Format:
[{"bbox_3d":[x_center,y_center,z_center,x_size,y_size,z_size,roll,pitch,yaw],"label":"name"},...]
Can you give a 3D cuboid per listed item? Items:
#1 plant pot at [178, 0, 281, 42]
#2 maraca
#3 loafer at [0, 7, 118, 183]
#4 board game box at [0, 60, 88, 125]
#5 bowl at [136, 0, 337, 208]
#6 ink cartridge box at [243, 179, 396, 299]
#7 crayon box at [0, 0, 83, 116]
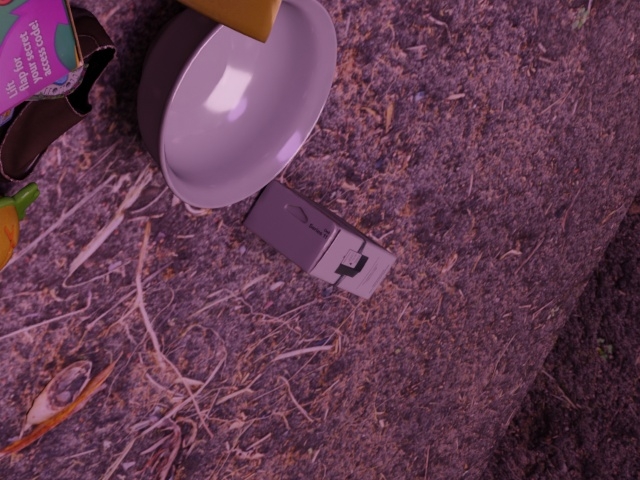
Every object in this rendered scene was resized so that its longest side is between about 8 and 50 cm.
[{"bbox_3d":[-0.122,-0.361,1.386,0.187,0.212,0.212,14,115,-16],"label":"plant pot"},{"bbox_3d":[-0.386,-0.009,1.495,0.127,0.099,0.185,-42,179,37],"label":"maraca"},{"bbox_3d":[-0.303,-0.154,1.483,0.220,0.078,0.080,-59,150,7],"label":"loafer"},{"bbox_3d":[-0.336,-0.171,1.300,0.194,0.194,0.060,-7,126,-53],"label":"board game box"},{"bbox_3d":[-0.127,-0.197,1.642,0.298,0.134,0.298,-37,145,-31],"label":"bowl"},{"bbox_3d":[0.000,0.000,2.012,0.087,0.153,0.208,-56,150,4],"label":"ink cartridge box"},{"bbox_3d":[-0.346,-0.315,1.016,0.106,0.313,0.363,-39,147,-25],"label":"crayon box"}]
